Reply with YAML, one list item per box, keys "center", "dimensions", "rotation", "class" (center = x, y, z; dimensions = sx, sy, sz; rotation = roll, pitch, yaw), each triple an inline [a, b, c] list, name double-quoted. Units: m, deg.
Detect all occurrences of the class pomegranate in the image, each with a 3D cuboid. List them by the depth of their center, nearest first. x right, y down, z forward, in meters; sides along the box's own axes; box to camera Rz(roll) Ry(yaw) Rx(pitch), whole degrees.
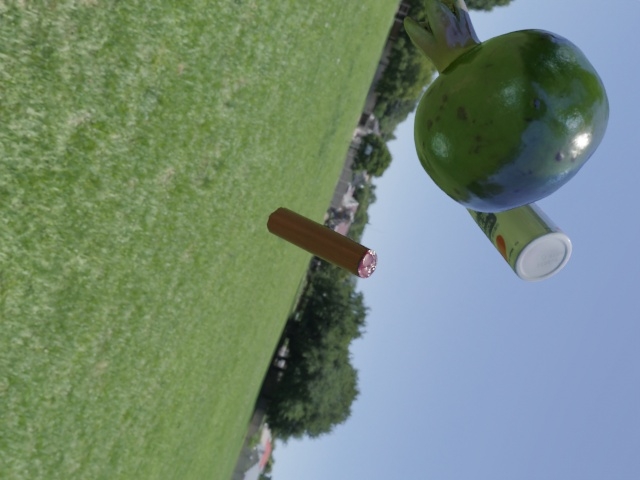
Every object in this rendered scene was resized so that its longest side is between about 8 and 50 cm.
- center: [0.165, -0.140, 0.575]
  dimensions: [0.187, 0.225, 0.187]
  rotation: [-33, 175, -3]
  class: "pomegranate"

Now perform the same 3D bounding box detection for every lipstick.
- center: [0.000, 0.001, 1.260]
  dimensions: [0.073, 0.280, 0.073]
  rotation: [-28, 131, -38]
  class: "lipstick"

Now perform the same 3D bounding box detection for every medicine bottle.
- center: [0.419, -0.060, 1.319]
  dimensions: [0.340, 0.131, 0.130]
  rotation: [-109, -147, -52]
  class: "medicine bottle"
